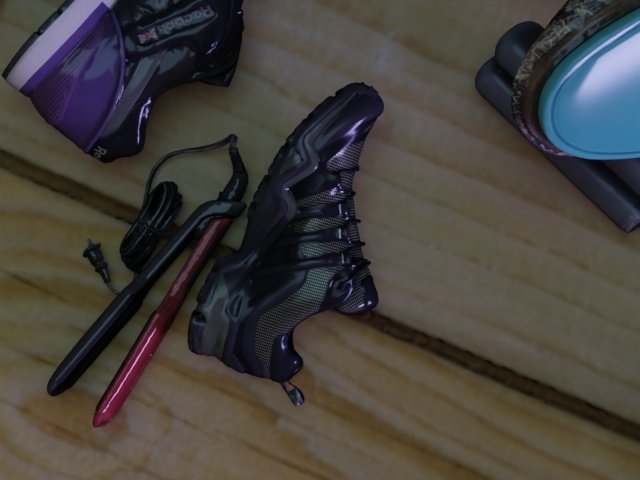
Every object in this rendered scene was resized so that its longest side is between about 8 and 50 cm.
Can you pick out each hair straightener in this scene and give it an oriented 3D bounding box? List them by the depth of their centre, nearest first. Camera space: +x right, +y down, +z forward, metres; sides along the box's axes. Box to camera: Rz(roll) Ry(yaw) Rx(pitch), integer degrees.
[{"bbox_3d":[-0.131,0.016,1.341,0.089,0.047,0.230,31,88,9],"label":"hair straightener"}]

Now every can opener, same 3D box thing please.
[{"bbox_3d":[0.233,-0.049,1.323,0.280,0.074,0.093,41,52,7],"label":"can opener"}]

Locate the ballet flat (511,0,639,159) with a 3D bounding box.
[{"bbox_3d":[0.336,-0.183,1.283,0.482,0.164,0.182,-16,45,-7],"label":"ballet flat"}]

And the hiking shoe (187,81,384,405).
[{"bbox_3d":[0.000,0.000,1.326,0.114,0.086,0.227,30,94,-1],"label":"hiking shoe"}]

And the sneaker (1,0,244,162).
[{"bbox_3d":[-0.089,-0.178,1.355,0.124,0.107,0.283,44,91,-6],"label":"sneaker"}]
